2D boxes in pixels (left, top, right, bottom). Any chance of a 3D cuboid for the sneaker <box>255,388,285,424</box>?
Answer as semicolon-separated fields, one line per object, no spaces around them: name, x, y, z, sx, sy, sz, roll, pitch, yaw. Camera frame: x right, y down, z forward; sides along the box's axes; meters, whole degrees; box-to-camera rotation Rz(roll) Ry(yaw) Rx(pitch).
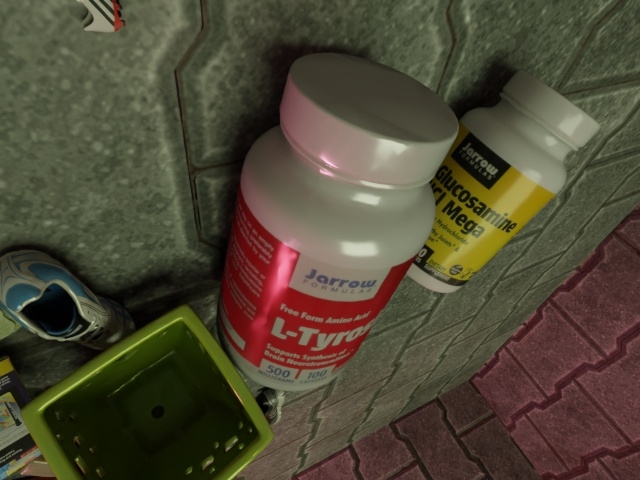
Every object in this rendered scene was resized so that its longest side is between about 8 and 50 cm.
sneaker;-0.150;0.466;1.154;0.074;0.063;0.171;-12;137;-29

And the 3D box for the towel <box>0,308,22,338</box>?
towel;-0.443;0.104;0.470;0.148;0.027;0.110;-22;144;-17

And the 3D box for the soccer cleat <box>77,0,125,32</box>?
soccer cleat;-0.174;-0.198;0.310;0.035;0.029;0.083;-22;150;-24

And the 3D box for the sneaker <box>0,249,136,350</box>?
sneaker;-0.313;0.101;0.525;0.085;0.086;0.237;-29;148;-9

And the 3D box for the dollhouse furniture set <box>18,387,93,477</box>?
dollhouse furniture set;-0.460;0.340;0.690;0.373;0.152;0.201;28;116;-35

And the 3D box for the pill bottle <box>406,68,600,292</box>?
pill bottle;0.257;-0.087;0.670;0.187;0.188;0.334;5;131;-43

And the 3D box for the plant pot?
plant pot;-0.235;0.251;0.601;0.228;0.227;0.207;-33;180;-24

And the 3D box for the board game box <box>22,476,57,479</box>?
board game box;-0.599;0.741;0.854;0.356;0.356;0.356;-47;145;22

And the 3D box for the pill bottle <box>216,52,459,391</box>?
pill bottle;0.000;0.000;0.528;0.228;0.229;0.408;-11;141;-30

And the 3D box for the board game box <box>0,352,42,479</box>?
board game box;-0.452;0.248;0.513;0.170;0.141;0.048;-29;-169;-38
